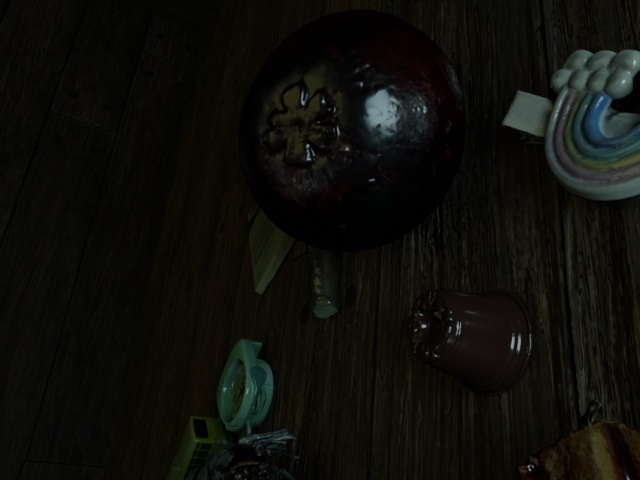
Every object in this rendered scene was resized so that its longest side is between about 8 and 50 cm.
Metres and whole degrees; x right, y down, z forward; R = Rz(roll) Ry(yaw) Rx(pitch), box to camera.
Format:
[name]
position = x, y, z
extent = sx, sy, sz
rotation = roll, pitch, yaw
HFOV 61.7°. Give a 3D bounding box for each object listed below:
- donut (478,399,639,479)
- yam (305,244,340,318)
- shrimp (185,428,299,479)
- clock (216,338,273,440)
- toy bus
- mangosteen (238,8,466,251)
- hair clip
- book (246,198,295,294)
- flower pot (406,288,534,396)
[donut]
position = 0.171, 0.232, 0.401
extent = 0.217, 0.085, 0.141
rotation = -49, 34, 42
[yam]
position = 0.000, 0.000, 0.925
extent = 0.061, 0.061, 0.274
rotation = -44, 38, 45
[shrimp]
position = -0.134, 0.397, 0.844
extent = 0.410, 0.166, 0.221
rotation = -31, 20, 48
[clock]
position = -0.142, 0.292, 1.025
extent = 0.148, 0.060, 0.188
rotation = -65, 27, 15
[toy bus]
position = -0.249, 0.453, 1.095
extent = 0.175, 0.101, 0.088
rotation = -68, 26, 14
[mangosteen]
position = 0.046, -0.129, 0.691
extent = 0.296, 0.293, 0.298
rotation = -12, 69, 33
[hair clip]
position = 0.260, -0.104, 0.484
extent = 0.140, 0.054, 0.220
rotation = -63, 30, 5
[book]
position = -0.116, -0.044, 1.221
extent = 0.201, 0.026, 0.290
rotation = -57, 30, 31
[flower pot]
position = 0.142, 0.094, 0.540
extent = 0.111, 0.089, 0.111
rotation = -43, 38, 47
